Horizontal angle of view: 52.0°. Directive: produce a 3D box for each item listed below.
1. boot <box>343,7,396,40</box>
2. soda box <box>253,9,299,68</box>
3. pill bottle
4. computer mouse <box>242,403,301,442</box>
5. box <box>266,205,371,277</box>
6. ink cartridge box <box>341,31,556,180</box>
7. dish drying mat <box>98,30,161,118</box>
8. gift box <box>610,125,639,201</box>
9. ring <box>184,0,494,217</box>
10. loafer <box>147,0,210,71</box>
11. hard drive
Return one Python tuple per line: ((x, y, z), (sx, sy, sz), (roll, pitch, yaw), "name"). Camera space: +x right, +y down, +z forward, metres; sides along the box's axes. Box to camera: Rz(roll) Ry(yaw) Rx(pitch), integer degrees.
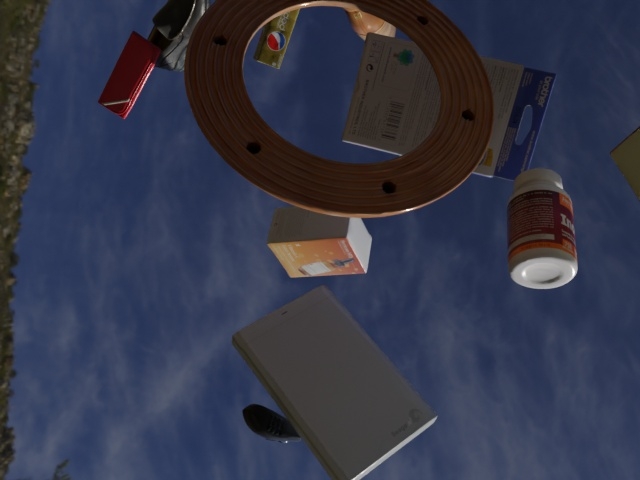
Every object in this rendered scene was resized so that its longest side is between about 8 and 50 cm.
((0.074, -0.537, 1.272), (0.109, 0.220, 0.283), (-3, -106, 25), "boot")
((-0.103, -0.515, 1.586), (0.058, 0.061, 0.181), (-126, -126, -64), "soda box")
((0.293, -0.019, 0.875), (0.086, 0.086, 0.152), (-17, -131, 34), "pill bottle")
((-0.036, 0.350, 1.125), (0.071, 0.242, 0.041), (-28, -148, 53), "computer mouse")
((0.000, 0.000, 1.313), (0.170, 0.130, 0.091), (-5, -128, 23), "box")
((0.206, -0.217, 1.084), (0.311, 0.065, 0.186), (16, -83, 15), "ink cartridge box")
((-0.185, -0.158, 0.634), (0.032, 0.008, 0.083), (34, -61, -9), "dish drying mat")
((0.498, -0.051, 0.708), (0.255, 0.276, 0.258), (-57, -135, 49), "gift box")
((0.024, -0.168, 0.710), (0.337, 0.336, 0.032), (58, -23, 17), "ring")
((-0.197, -0.293, 0.890), (0.062, 0.061, 0.170), (61, -39, 21), "loafer")
((0.020, 0.232, 1.101), (0.307, 0.203, 0.040), (48, -32, 25), "hard drive")
